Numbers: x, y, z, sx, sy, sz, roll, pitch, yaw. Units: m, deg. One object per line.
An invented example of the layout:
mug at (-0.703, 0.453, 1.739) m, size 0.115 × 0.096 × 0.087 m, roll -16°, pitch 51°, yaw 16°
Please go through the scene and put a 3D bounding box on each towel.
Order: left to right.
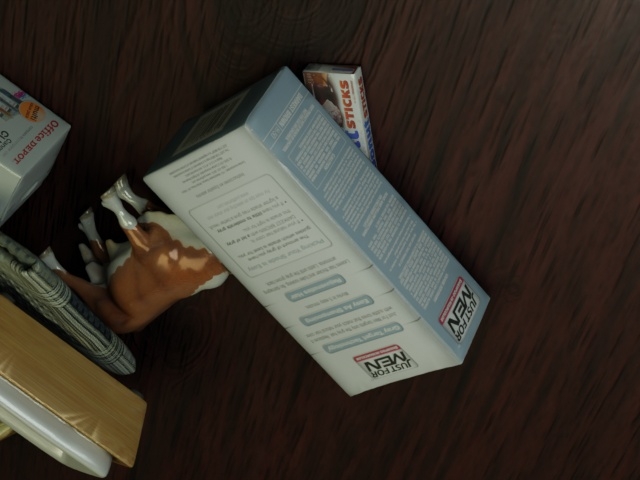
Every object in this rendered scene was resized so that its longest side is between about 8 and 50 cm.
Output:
towel at (-0.412, 0.043, 1.729) m, size 0.324 × 0.056 × 0.312 m, roll 28°, pitch 164°, yaw 27°

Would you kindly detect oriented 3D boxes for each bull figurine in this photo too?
bull figurine at (-0.216, 0.017, 1.711) m, size 0.188 × 0.101 × 0.310 m, roll 46°, pitch 131°, yaw -8°

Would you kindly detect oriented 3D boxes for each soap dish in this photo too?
soap dish at (-0.373, 0.181, 1.759) m, size 0.291 × 0.118 × 0.229 m, roll 39°, pitch 162°, yaw -17°

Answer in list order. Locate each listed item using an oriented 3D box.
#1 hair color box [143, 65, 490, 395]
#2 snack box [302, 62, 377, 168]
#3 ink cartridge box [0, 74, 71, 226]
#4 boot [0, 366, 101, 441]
hair color box at (0.000, 0.000, 1.550) m, size 0.185 × 0.113 × 0.374 m, roll -22°, pitch 118°, yaw 44°
snack box at (0.026, -0.116, 1.535) m, size 0.064 × 0.022 × 0.178 m, roll 6°, pitch 128°, yaw 24°
ink cartridge box at (-0.427, -0.123, 1.687) m, size 0.176 × 0.128 × 0.127 m, roll 36°, pitch 133°, yaw -4°
boot at (-0.450, 0.165, 1.943) m, size 0.262 × 0.095 × 0.203 m, roll -31°, pitch 91°, yaw 19°
